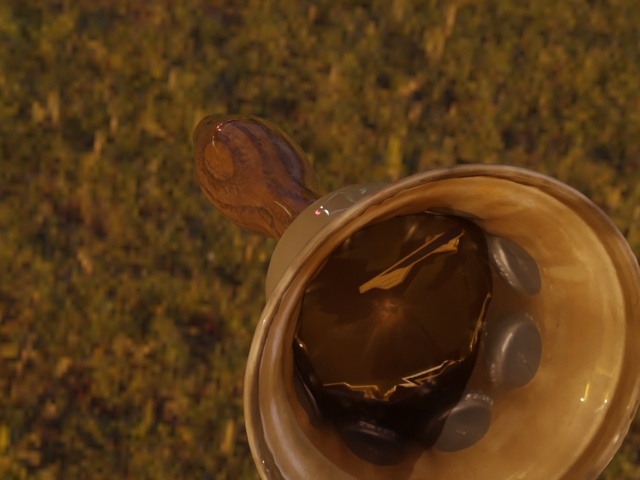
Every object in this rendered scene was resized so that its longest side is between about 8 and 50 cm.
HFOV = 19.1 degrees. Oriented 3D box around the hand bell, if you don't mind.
[{"bbox_3d":[0.000,0.000,0.650,0.126,0.126,0.242,-5,20,-18],"label":"hand bell"}]
